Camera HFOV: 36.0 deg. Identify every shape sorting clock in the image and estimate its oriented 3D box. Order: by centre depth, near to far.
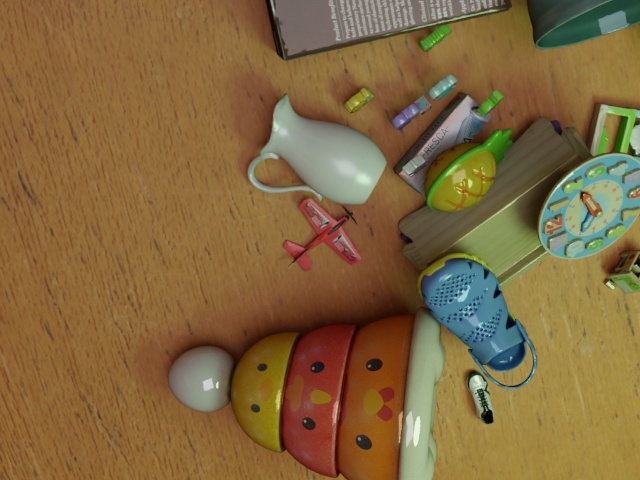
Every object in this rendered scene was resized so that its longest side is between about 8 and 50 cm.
[{"bbox_3d":[0.446,-0.052,1.602,0.206,0.040,0.206,-11,130,-13],"label":"shape sorting clock"}]

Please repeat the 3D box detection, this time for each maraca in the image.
[{"bbox_3d":[0.249,-0.119,1.647,0.186,0.127,0.099,-39,69,-4],"label":"maraca"}]

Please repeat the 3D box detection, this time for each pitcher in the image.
[{"bbox_3d":[-0.009,-0.127,1.672,0.207,0.125,0.177,28,120,-3],"label":"pitcher"}]

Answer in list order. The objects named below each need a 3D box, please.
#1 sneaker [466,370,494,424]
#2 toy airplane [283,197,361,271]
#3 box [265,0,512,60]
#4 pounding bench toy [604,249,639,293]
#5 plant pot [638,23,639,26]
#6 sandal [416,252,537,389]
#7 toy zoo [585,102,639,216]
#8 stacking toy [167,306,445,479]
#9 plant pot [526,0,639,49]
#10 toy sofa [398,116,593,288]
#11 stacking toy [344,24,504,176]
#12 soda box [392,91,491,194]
[{"bbox_3d":[0.305,0.296,1.848,0.040,0.044,0.109,-21,104,0],"label":"sneaker"},{"bbox_3d":[0.000,0.000,1.741,0.151,0.028,0.151,-1,103,-6],"label":"toy airplane"},{"bbox_3d":[0.098,-0.426,1.591,0.382,0.143,0.191,-13,106,-6],"label":"box"},{"bbox_3d":[0.569,0.056,1.819,0.052,0.083,0.065,42,64,-17],"label":"pounding bench toy"},{"bbox_3d":[0.711,-0.434,1.631,0.274,0.256,0.256,-4,105,-24],"label":"plant pot"},{"bbox_3d":[0.273,0.140,1.625,0.126,0.138,0.317,-37,128,12],"label":"sandal"},{"bbox_3d":[0.619,-0.133,1.785,0.293,0.030,0.192,9,103,-9],"label":"toy zoo"},{"bbox_3d":[-0.033,0.273,1.701,0.480,0.350,0.350,4,104,8],"label":"stacking toy"},{"bbox_3d":[0.437,-0.438,1.500,0.293,0.293,0.196,-19,87,-2],"label":"plant pot"},{"bbox_3d":[0.328,-0.035,1.714,0.363,0.177,0.150,-37,130,9],"label":"toy sofa"},{"bbox_3d":[0.175,-0.234,1.654,0.221,0.052,0.167,-39,82,7],"label":"stacking toy"},{"bbox_3d":[0.210,-0.169,1.710,0.063,0.058,0.183,39,97,-14],"label":"soda box"}]
